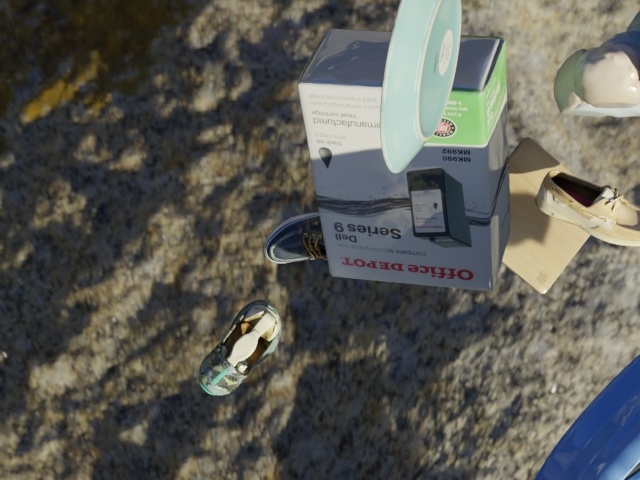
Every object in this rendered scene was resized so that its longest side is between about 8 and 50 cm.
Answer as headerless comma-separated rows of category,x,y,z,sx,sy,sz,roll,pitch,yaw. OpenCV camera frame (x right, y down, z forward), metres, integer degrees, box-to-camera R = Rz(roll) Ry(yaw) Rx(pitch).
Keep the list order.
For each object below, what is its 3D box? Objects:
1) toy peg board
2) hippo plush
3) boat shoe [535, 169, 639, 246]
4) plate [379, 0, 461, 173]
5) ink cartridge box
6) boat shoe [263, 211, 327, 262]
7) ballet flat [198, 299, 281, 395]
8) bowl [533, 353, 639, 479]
toy peg board,0.296,-0.036,1.679,0.161,0.079,0.160,39,85,-9
hippo plush,0.411,-0.253,1.297,0.294,0.234,0.236,5,88,-23
boat shoe,0.366,-0.045,1.535,0.170,0.059,0.063,20,47,17
plate,0.087,-0.145,0.952,0.024,0.188,0.188,12,62,17
ink cartridge box,0.106,-0.088,1.357,0.211,0.289,0.121,5,42,18
boat shoe,0.000,0.000,1.653,0.183,0.065,0.083,-21,27,15
ballet flat,-0.085,0.123,1.462,0.070,0.070,0.188,20,37,10
bowl,0.368,0.192,1.200,0.391,0.391,0.077,-33,58,-16
